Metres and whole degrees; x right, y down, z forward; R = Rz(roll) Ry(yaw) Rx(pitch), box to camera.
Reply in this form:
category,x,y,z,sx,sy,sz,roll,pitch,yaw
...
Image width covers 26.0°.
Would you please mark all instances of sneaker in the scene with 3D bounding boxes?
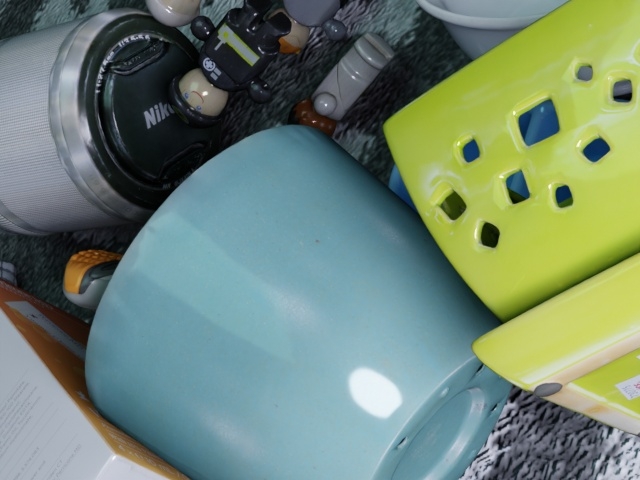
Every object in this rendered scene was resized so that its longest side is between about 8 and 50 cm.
category,x,y,z,sx,sy,sz,roll,pitch,yaw
sneaker,-0.127,0.087,1.214,0.099,0.262,0.121,14,84,40

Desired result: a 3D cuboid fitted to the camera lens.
category,x,y,z,sx,sy,sz,roll,pitch,yaw
camera lens,-0.260,-0.119,1.471,0.274,0.219,0.219,-6,62,39

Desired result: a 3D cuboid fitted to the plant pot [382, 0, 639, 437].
category,x,y,z,sx,sy,sz,roll,pitch,yaw
plant pot,0.206,-0.011,0.876,0.227,0.228,0.207,-30,55,27

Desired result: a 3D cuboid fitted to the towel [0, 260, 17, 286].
category,x,y,z,sx,sy,sz,roll,pitch,yaw
towel,-0.466,0.160,1.561,0.284,0.121,0.235,-35,47,22

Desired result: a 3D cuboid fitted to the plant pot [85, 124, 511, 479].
category,x,y,z,sx,sy,sz,roll,pitch,yaw
plant pot,0.005,0.095,1.079,0.235,0.293,0.293,36,92,26

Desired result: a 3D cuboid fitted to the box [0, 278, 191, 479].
category,x,y,z,sx,sy,sz,roll,pitch,yaw
box,-0.234,0.199,1.266,0.168,0.215,0.345,-54,44,2

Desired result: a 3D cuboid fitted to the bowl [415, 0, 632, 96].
category,x,y,z,sx,sy,sz,roll,pitch,yaw
bowl,0.228,-0.209,1.124,0.298,0.134,0.298,-17,35,12

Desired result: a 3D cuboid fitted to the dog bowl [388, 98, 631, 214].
category,x,y,z,sx,sy,sz,roll,pitch,yaw
dog bowl,0.180,-0.040,1.144,0.297,0.074,0.166,5,69,42

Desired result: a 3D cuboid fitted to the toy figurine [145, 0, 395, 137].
category,x,y,z,sx,sy,sz,roll,pitch,yaw
toy figurine,-0.053,-0.200,1.349,0.148,0.209,0.213,-46,48,34
